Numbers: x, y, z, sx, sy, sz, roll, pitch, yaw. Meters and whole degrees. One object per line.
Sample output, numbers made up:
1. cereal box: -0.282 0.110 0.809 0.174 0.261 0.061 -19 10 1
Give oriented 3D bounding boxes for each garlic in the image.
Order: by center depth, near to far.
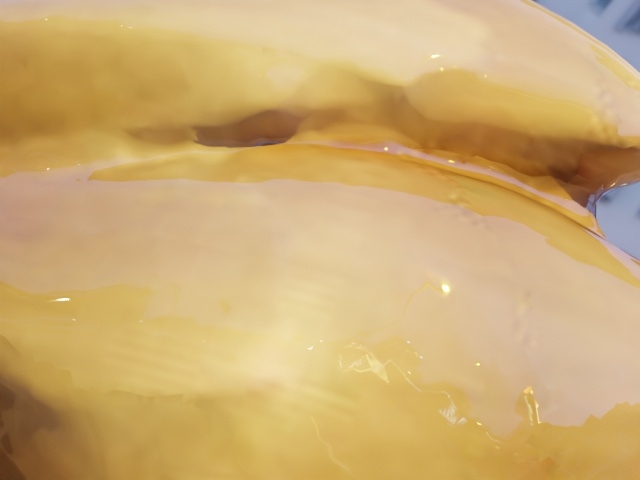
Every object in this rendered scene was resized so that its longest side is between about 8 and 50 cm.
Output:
1. garlic: -0.051 0.050 0.394 0.325 0.279 0.132 18 5 32
